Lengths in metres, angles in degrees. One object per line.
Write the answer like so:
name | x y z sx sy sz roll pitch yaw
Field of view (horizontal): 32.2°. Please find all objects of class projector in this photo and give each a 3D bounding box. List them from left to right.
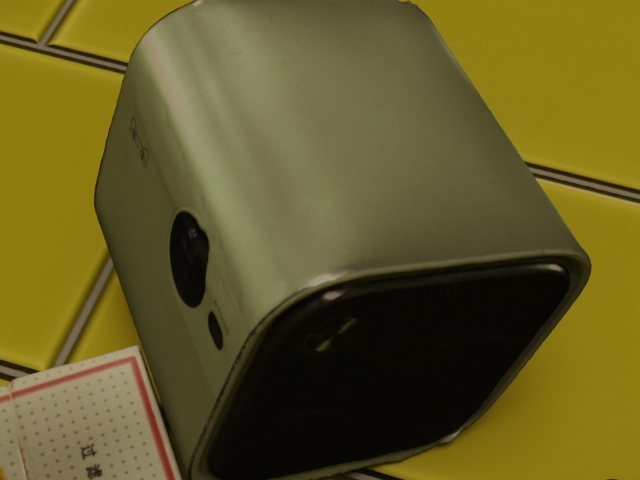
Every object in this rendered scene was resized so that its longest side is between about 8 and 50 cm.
projector | 0.000 0.000 0.785 0.248 0.249 0.249 -6 52 -29

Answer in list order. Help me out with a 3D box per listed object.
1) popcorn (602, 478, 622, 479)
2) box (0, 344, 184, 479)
popcorn | 0.235 0.262 0.633 0.321 0.326 0.290 16 26 -21
box | -0.246 0.219 0.737 0.330 0.095 0.210 -15 57 -14
